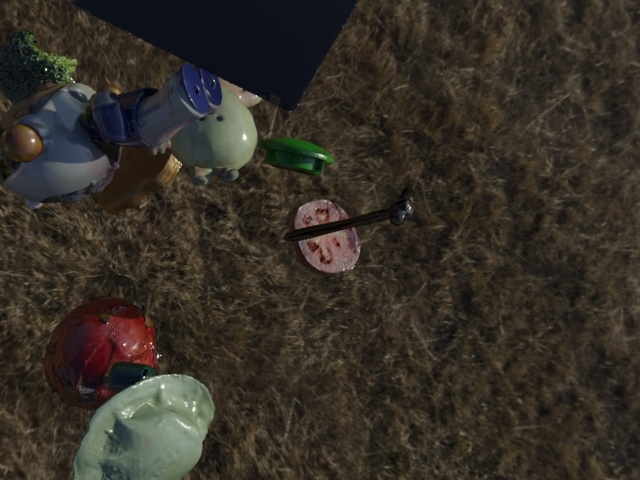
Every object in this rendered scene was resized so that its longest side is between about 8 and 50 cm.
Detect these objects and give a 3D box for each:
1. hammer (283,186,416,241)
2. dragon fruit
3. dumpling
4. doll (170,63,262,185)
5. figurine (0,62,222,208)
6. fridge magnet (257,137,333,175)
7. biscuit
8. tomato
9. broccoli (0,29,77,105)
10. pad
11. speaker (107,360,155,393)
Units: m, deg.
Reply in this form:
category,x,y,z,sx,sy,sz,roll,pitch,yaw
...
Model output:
category,x,y,z,sx,sy,sz,roll,pitch,yaw
hammer,0.030,-0.021,0.671,0.021,0.178,0.065,60,39,-20
dragon fruit,-0.591,0.308,1.554,0.296,0.295,0.301,15,47,-18
dumpling,-0.219,0.266,0.761,0.108,0.152,0.219,37,37,22
doll,-0.165,-0.195,0.903,0.155,0.113,0.274,-2,69,-9
figurine,-0.239,-0.125,0.641,0.275,0.194,0.133,-22,113,-2
fridge magnet,-0.068,-0.228,1.539,0.208,0.208,0.088,12,95,-19
biscuit,-0.464,-0.247,1.539,0.062,0.365,0.384,36,42,-40
tomato,-0.001,-0.001,1.563,0.225,0.085,0.224,15,64,-33
broccoli,-0.672,-0.396,1.356,0.227,0.176,0.197,-18,114,19
pad,-0.035,-0.219,0.390,0.164,0.004,0.243,27,78,1
speaker,-0.348,0.271,1.057,0.076,0.060,0.094,5,106,9
